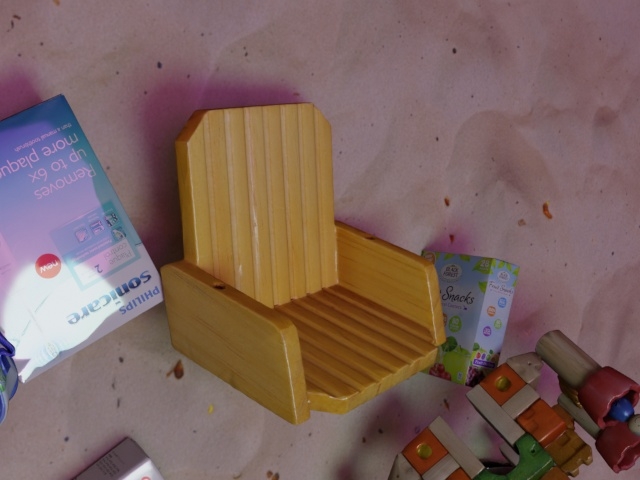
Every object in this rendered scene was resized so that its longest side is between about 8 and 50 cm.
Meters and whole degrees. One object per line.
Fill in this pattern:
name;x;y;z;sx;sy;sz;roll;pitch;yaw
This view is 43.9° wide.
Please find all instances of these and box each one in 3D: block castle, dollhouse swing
block castle;0.309;0.385;1.242;0.453;0.213;0.303;-39;139;-4
dollhouse swing;0.000;0.000;1.070;0.347;0.315;0.304;-15;122;-49

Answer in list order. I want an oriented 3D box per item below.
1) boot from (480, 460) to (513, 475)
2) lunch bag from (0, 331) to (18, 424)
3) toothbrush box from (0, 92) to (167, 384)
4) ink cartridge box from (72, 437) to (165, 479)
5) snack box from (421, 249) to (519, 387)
boot;0.373;0.521;1.465;0.249;0.090;0.206;14;88;-25
lunch bag;-0.475;0.107;0.863;0.243;0.115;0.303;-23;105;-9
toothbrush box;-0.364;-0.004;1.010;0.216;0.126;0.295;-31;108;-24
ink cartridge box;-0.299;0.417;1.081;0.237;0.100;0.171;-36;109;-23
snack box;0.224;0.127;1.314;0.070;0.175;0.207;18;83;-32
